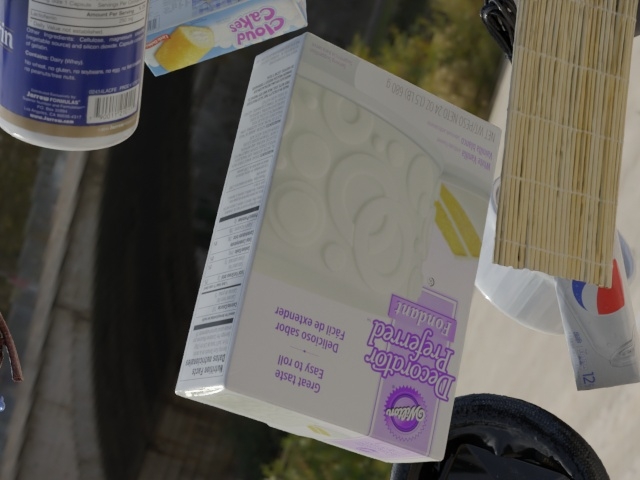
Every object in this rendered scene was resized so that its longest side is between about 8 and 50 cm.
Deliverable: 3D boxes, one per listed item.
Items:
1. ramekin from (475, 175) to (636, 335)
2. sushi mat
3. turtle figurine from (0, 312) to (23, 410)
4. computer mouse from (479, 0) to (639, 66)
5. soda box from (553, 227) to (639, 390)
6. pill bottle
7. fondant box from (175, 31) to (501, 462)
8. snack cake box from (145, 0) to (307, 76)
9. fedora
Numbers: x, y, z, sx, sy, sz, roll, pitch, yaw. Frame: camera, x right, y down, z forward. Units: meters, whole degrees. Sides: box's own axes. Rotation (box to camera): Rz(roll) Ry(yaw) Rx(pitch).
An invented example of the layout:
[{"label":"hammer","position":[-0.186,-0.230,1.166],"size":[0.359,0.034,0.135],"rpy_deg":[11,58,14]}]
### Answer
[{"label":"ramekin","position":[0.367,0.028,2.352],"size":[0.135,0.277,0.277],"rpy_deg":[-58,8,31]},{"label":"sushi mat","position":[0.251,-0.118,1.453],"size":[0.019,0.151,0.317],"rpy_deg":[-7,75,64]},{"label":"turtle figurine","position":[-0.575,0.122,2.115],"size":[0.197,0.274,0.266],"rpy_deg":[-6,-74,-53]},{"label":"computer mouse","position":[0.328,-0.232,1.638],"size":[0.060,0.262,0.184],"rpy_deg":[-79,-32,-51]},{"label":"soda box","position":[0.374,0.056,1.970],"size":[0.098,0.091,0.286],"rpy_deg":[-38,-63,-70]},{"label":"pill bottle","position":[-0.247,-0.237,1.436],"size":[0.153,0.153,0.265],"rpy_deg":[-75,-5,-64]},{"label":"fondant box","position":[0.025,0.013,1.296],"size":[0.096,0.238,0.330],"rpy_deg":[-13,60,55]},{"label":"snack cake box","position":[-0.159,-0.374,2.233],"size":[0.089,0.264,0.152],"rpy_deg":[58,-158,-45]},{"label":"fedora","position":[0.267,0.367,1.994],"size":[0.152,0.334,0.334],"rpy_deg":[10,-81,-60]}]
